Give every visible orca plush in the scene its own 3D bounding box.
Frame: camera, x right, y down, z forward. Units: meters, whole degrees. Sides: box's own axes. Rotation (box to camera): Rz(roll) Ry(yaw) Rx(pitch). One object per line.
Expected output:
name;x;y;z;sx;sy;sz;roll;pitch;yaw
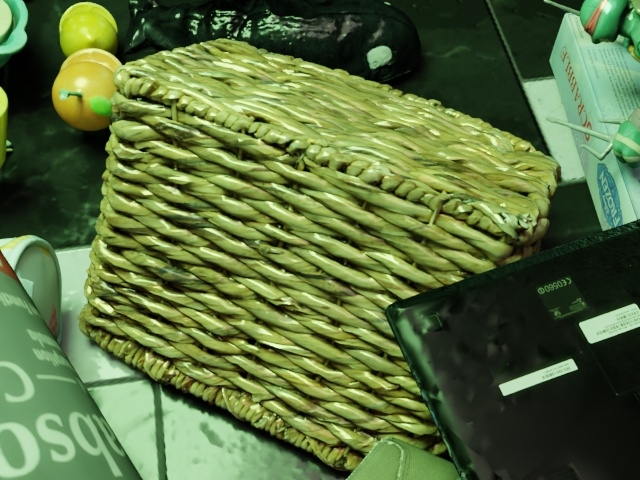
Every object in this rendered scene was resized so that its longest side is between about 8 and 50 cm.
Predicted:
orca plush;-0.047;-0.220;0.727;0.287;0.102;0.151;20;59;12

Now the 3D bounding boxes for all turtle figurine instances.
turtle figurine;0.275;-0.133;0.597;0.234;0.118;0.175;25;61;10

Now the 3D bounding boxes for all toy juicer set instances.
toy juicer set;-0.296;-0.202;0.697;0.209;0.089;0.329;-24;56;-30

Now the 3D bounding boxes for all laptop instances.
laptop;0.186;0.138;0.437;0.234;0.136;0.264;-18;63;-13

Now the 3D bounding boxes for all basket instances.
basket;0.000;0.000;0.593;0.299;0.223;0.213;21;27;13

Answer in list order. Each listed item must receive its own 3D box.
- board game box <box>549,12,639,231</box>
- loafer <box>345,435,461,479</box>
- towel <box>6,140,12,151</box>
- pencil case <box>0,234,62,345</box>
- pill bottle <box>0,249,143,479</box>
board game box;0.388;-0.068;0.656;0.318;0.066;0.318;-2;57;-1
loafer;-0.010;0.214;0.459;0.251;0.094;0.087;-38;52;-16
towel;-0.318;-0.096;0.677;0.083;0.009;0.060;28;19;14
pencil case;-0.322;0.046;0.541;0.273;0.124;0.113;3;58;0
pill bottle;-0.165;0.164;0.331;0.210;0.210;0.363;-32;71;-19
